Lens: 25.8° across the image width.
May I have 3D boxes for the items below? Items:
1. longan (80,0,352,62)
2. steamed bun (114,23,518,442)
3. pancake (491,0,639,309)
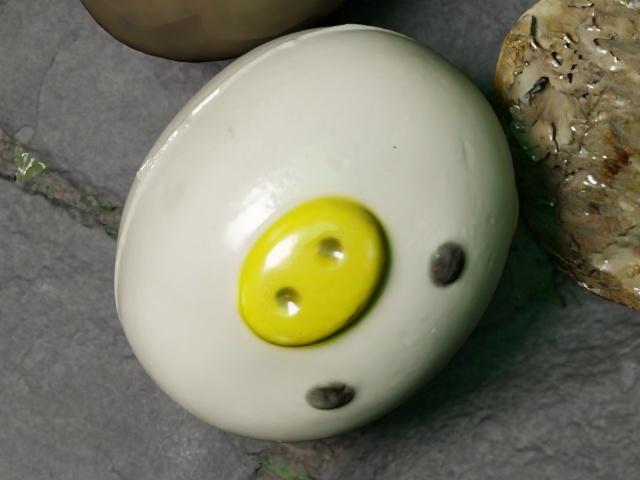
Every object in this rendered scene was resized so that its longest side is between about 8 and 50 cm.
[{"bbox_3d":[-0.092,-0.358,1.263,0.404,0.336,0.405,-10,67,24],"label":"longan"},{"bbox_3d":[-0.002,-0.003,1.206,0.334,0.334,0.374,43,101,12],"label":"steamed bun"},{"bbox_3d":[0.308,-0.067,1.167,0.382,0.382,0.071,36,56,12],"label":"pancake"}]
